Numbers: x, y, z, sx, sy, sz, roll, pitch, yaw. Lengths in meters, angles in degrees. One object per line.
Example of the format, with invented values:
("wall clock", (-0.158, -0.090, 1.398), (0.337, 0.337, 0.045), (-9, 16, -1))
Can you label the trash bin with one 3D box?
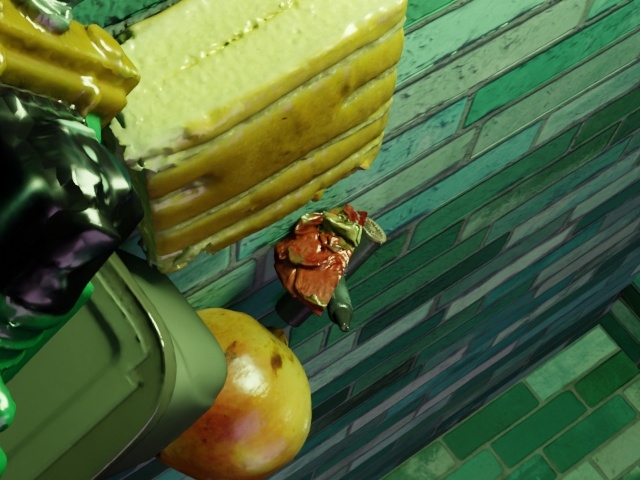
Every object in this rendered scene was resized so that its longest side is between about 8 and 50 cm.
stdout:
("trash bin", (-0.204, 0.103, 0.931), (0.220, 0.219, 0.250), (-39, 167, 5))

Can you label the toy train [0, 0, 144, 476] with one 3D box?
("toy train", (-0.247, 0.025, 0.611), (0.429, 0.249, 0.178), (-43, 160, 15))

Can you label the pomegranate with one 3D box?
("pomegranate", (-0.112, 0.187, 1.284), (0.209, 0.209, 0.209), (-33, 160, -14))

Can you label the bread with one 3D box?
("bread", (-0.059, -0.097, 0.881), (0.246, 0.111, 0.239), (-32, 159, -17))

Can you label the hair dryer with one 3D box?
("hair dryer", (0.007, 0.078, 1.347), (0.173, 0.050, 0.195), (-47, -164, 25))

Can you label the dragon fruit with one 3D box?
("dragon fruit", (0.000, 0.000, 1.261), (0.106, 0.083, 0.162), (-58, -179, 22))
